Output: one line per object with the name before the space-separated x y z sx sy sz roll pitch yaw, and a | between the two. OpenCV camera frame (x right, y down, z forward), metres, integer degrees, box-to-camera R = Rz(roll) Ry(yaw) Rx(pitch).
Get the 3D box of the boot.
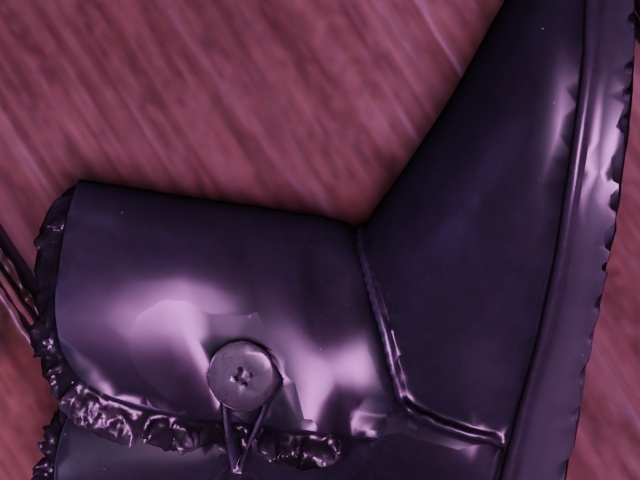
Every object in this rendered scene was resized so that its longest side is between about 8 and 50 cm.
boot | 0.000 0.000 0.709 0.207 0.094 0.246 9 107 3
